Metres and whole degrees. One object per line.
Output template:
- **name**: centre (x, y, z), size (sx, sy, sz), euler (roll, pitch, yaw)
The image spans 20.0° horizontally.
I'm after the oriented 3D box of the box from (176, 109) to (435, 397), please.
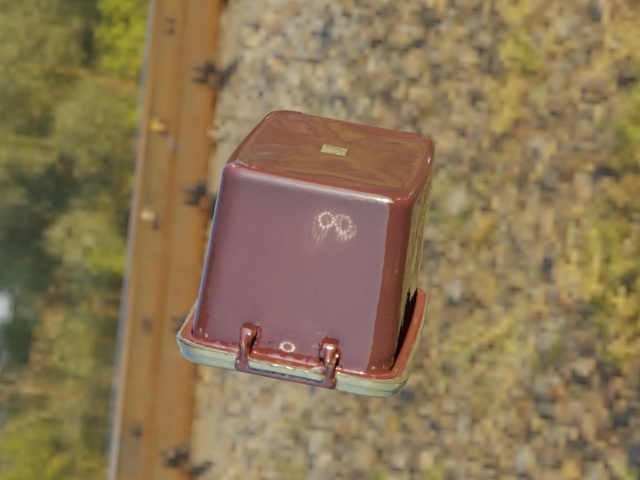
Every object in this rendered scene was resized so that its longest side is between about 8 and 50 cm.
- **box**: centre (0.000, 0.000, 1.526), size (0.294, 0.193, 0.167), euler (-63, -18, -73)
